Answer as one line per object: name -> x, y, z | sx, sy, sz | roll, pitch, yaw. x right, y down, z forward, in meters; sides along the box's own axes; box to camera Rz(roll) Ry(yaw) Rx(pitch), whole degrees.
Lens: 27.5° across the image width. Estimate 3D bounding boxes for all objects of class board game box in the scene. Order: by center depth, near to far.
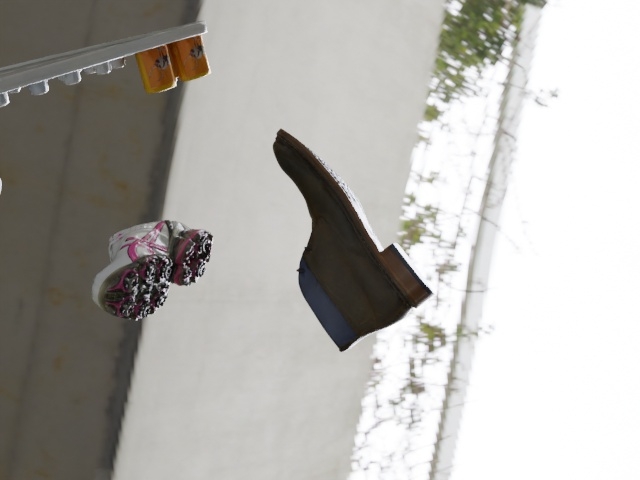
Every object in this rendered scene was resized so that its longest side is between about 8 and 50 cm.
board game box -> -0.348, -0.094, 1.093 | 0.390, 0.390, 0.050 | -5, -75, 37

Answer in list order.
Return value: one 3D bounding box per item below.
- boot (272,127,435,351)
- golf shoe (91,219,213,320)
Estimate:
boot -> 0.000, 0.000, 1.246 | 0.106, 0.082, 0.219 | -41, -103, 6
golf shoe -> -0.183, 0.026, 1.301 | 0.086, 0.186, 0.067 | 18, -69, 17
